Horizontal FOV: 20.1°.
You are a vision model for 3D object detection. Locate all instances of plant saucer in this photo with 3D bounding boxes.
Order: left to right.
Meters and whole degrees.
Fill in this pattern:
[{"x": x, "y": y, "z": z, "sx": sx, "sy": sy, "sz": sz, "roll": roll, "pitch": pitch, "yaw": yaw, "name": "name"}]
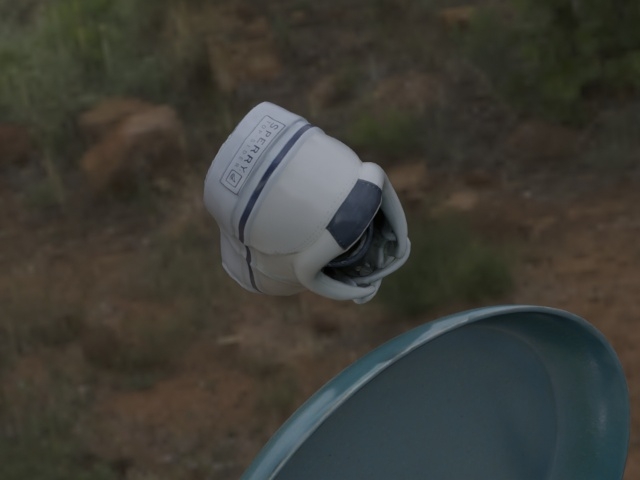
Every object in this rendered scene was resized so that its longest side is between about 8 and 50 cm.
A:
[{"x": 0.041, "y": 0.166, "z": 0.959, "sx": 0.318, "sy": 0.317, "sz": 0.044, "roll": -22, "pitch": 41, "yaw": -34, "name": "plant saucer"}]

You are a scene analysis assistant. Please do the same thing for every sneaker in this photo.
[{"x": 0.000, "y": 0.000, "z": 0.993, "sx": 0.091, "sy": 0.094, "sz": 0.258, "roll": 36, "pitch": -1, "yaw": 11, "name": "sneaker"}]
